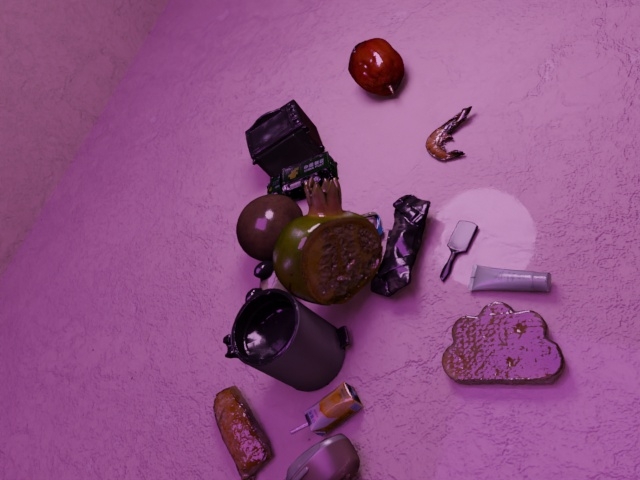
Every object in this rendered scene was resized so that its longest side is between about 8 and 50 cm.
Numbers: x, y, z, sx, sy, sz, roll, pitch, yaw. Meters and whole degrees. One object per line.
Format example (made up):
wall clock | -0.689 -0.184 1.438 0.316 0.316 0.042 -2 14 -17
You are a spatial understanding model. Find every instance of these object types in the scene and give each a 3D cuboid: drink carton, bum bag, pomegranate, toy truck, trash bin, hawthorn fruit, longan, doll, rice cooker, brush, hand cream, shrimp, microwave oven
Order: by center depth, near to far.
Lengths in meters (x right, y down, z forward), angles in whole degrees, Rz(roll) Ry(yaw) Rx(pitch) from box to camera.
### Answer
rice cooker | 0.005 0.577 1.307 0.206 0.145 0.127 -50 58 1
hand cream | 0.483 0.101 1.354 0.205 0.050 0.078 2 66 39
drink carton | 0.013 0.469 1.413 0.200 0.074 0.084 -38 48 9
trash bin | -0.085 0.282 1.468 0.277 0.262 0.217 -27 51 16
pomegranate | 0.000 0.000 1.478 0.216 0.310 0.358 9 110 58
brush | 0.381 0.030 1.485 0.063 0.016 0.193 19 73 40
bum bag | 0.241 0.009 1.536 0.144 0.095 0.340 -11 52 48
shrimp | 0.429 -0.330 1.661 0.195 0.035 0.147 -41 45 14
doll | -0.149 0.172 1.667 0.144 0.135 0.234 13 70 12
longan | -0.166 -0.037 1.756 0.246 0.215 0.245 -10 69 27
toy truck | -0.067 -0.209 1.882 0.259 0.088 0.121 -19 55 21
hawthorn fruit | 0.209 -0.610 1.885 0.190 0.189 0.251 -35 53 10
microwave oven | -0.138 -0.372 1.960 0.248 0.188 0.178 -30 50 14

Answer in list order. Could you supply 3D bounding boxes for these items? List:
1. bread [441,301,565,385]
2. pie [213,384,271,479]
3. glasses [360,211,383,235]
bread | 0.440 0.250 1.281 0.287 0.056 0.207 -5 63 31
pie | -0.236 0.555 1.530 0.129 0.068 0.282 -43 52 5
glasses | 0.062 -0.033 1.650 0.239 0.207 0.102 -47 12 -3
